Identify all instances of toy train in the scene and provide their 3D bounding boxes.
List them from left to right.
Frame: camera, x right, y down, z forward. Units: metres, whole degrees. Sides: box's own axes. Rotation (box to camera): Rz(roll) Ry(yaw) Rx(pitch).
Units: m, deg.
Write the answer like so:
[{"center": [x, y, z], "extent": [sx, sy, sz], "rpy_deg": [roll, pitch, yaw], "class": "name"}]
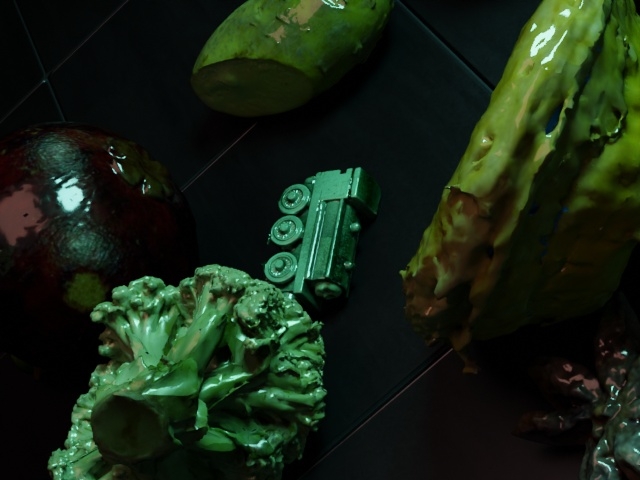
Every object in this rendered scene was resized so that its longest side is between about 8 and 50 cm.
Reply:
[{"center": [0.000, 0.000, 1.224], "extent": [0.111, 0.071, 0.170], "rpy_deg": [-6, 57, 28], "class": "toy train"}]

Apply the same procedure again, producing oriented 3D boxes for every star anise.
[{"center": [0.261, 0.136, 0.903], "extent": [0.197, 0.073, 0.212], "rpy_deg": [-42, 43, 7], "class": "star anise"}]

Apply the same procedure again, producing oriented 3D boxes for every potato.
[{"center": [-0.036, -0.251, 1.387], "extent": [0.298, 0.141, 0.176], "rpy_deg": [-32, 31, 28], "class": "potato"}]

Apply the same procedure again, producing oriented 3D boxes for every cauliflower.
[{"center": [-0.135, 0.159, 1.074], "extent": [0.272, 0.250, 0.275], "rpy_deg": [3, 88, 11], "class": "cauliflower"}]

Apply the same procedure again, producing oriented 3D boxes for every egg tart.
[{"center": [0.204, -0.061, 0.953], "extent": [0.169, 0.388, 0.387], "rpy_deg": [24, 74, 8], "class": "egg tart"}]

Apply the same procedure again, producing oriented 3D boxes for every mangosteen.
[{"center": [-0.312, 0.032, 1.293], "extent": [0.359, 0.306, 0.306], "rpy_deg": [-46, 41, 19], "class": "mangosteen"}]

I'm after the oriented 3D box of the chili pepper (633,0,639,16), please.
[{"center": [0.353, -0.370, 1.143], "extent": [0.131, 0.134, 0.338], "rpy_deg": [-4, 61, 41], "class": "chili pepper"}]
